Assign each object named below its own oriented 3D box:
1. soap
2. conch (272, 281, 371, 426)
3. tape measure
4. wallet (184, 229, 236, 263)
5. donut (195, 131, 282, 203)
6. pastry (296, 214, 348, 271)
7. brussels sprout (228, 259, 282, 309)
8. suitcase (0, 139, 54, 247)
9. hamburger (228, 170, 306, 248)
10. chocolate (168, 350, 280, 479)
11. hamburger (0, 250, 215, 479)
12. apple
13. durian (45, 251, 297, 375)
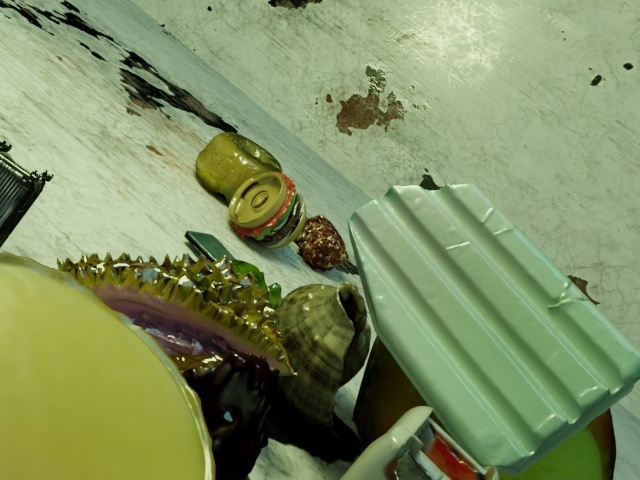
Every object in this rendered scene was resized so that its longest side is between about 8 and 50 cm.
[{"bbox_3d":[0.176,0.085,0.728,0.347,0.208,0.115,53,-7,29],"label":"soap"},{"bbox_3d":[-0.013,0.149,0.907,0.159,0.210,0.291,21,-29,14],"label":"conch"},{"bbox_3d":[0.055,0.275,0.556,0.130,0.258,0.265,41,16,18],"label":"tape measure"},{"bbox_3d":[-0.190,0.032,1.128,0.129,0.026,0.088,43,12,21],"label":"wallet"},{"bbox_3d":[-0.200,-0.175,1.506,0.208,0.128,0.261,34,15,-14],"label":"donut"},{"bbox_3d":[0.001,0.001,1.523,0.115,0.097,0.208,43,11,-22],"label":"pastry"},{"bbox_3d":[-0.136,0.097,0.955,0.139,0.100,0.181,59,16,14],"label":"brussels sprout"},{"bbox_3d":[-0.395,-0.051,0.728,0.086,0.126,0.059,37,-1,-7],"label":"suitcase"},{"bbox_3d":[-0.105,-0.062,1.348,0.137,0.175,0.175,41,10,-41],"label":"hamburger"},{"bbox_3d":[-0.133,0.162,0.618,0.206,0.177,0.224,43,15,17],"label":"chocolate"},{"bbox_3d":[-0.239,0.150,0.392,0.302,0.186,0.261,32,19,-42],"label":"hamburger"},{"bbox_3d":[0.217,0.275,0.879,0.374,0.374,0.384,29,57,-29],"label":"apple"},{"bbox_3d":[-0.188,0.066,0.775,0.341,0.112,0.191,15,28,-12],"label":"durian"}]
